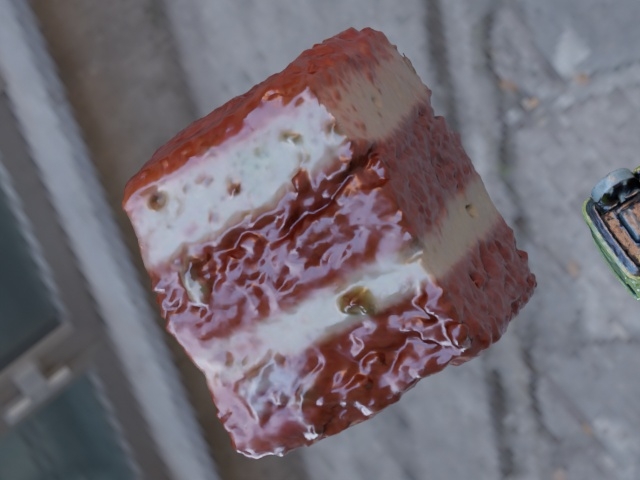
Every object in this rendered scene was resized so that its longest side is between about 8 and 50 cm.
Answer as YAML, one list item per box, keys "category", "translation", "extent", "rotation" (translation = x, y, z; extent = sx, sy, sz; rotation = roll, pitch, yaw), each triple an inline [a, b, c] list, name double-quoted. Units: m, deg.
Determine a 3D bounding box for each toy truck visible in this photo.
- category: "toy truck"
  translation: [0.289, -0.031, 1.429]
  extent: [0.085, 0.191, 0.116]
  rotation: [55, 176, 23]

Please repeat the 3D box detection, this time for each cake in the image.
- category: "cake"
  translation: [0.000, 0.000, 1.816]
  extent: [0.319, 0.269, 0.270]
  rotation: [59, -157, -4]
